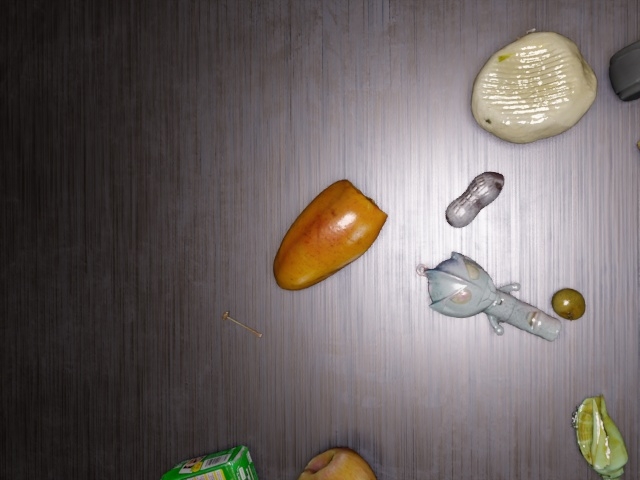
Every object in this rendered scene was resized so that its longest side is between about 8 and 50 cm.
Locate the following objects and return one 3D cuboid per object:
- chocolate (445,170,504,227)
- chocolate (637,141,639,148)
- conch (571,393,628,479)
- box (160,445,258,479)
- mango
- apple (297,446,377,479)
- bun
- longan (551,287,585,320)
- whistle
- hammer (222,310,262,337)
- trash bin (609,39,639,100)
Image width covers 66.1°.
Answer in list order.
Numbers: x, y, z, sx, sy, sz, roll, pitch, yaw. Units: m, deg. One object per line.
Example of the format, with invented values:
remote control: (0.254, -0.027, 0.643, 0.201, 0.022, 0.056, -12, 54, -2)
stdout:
chocolate: (0.365, -0.097, 1.167, 0.072, 0.072, 0.167, 44, 102, 10)
chocolate: (0.773, -0.137, 1.069, 0.086, 0.086, 0.219, -32, 79, 12)
conch: (0.629, 0.457, 1.104, 0.095, 0.080, 0.200, -26, 67, 25)
box: (-0.291, 0.671, 1.315, 0.250, 0.103, 0.180, -22, 85, 14)
mango: (0.000, 0.000, 1.208, 0.350, 0.199, 0.201, -43, 52, 23)
apple: (0.040, 0.613, 1.181, 0.211, 0.211, 0.187, -31, 84, 12)
bun: (0.477, -0.329, 1.097, 0.260, 0.160, 0.258, -6, 75, 23)
longan: (0.563, 0.149, 1.115, 0.075, 0.083, 0.075, 10, 131, 12)
whistle: (0.382, 0.135, 1.144, 0.347, 0.133, 0.142, 25, 56, 2)
hammer: (-0.212, 0.231, 1.339, 0.123, 0.014, 0.029, 27, 105, 9)
trash bin: (0.738, -0.374, 1.023, 0.237, 0.177, 0.101, -13, 87, 9)
